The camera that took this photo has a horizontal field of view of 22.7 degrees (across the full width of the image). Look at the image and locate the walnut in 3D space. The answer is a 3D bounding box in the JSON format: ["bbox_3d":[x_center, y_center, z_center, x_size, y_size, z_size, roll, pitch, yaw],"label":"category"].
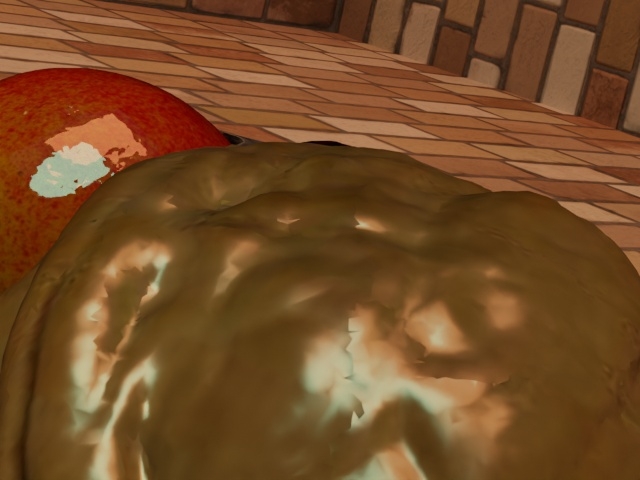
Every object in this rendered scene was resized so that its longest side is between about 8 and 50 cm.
[{"bbox_3d":[-0.007,0.098,0.533,0.277,0.252,0.313,16,23,13],"label":"walnut"}]

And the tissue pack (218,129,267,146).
[{"bbox_3d":[-0.141,-0.065,1.484,0.173,0.073,0.235,17,14,14],"label":"tissue pack"}]

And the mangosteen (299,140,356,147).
[{"bbox_3d":[0.000,0.000,1.235,0.152,0.152,0.152,12,13,-3],"label":"mangosteen"}]

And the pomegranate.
[{"bbox_3d":[-0.144,0.025,0.825,0.256,0.221,0.221,-35,40,-29],"label":"pomegranate"}]
